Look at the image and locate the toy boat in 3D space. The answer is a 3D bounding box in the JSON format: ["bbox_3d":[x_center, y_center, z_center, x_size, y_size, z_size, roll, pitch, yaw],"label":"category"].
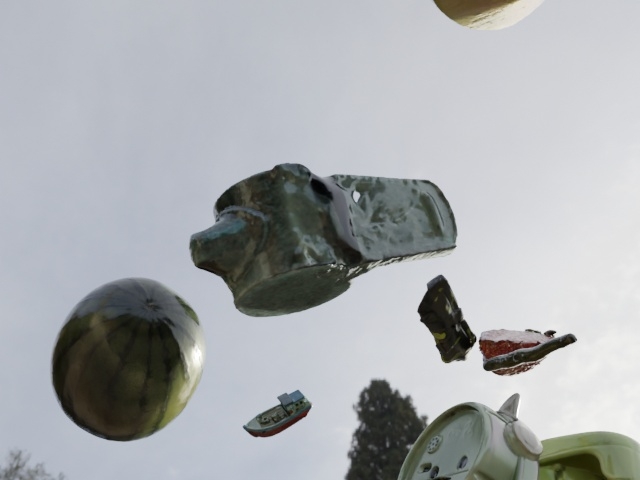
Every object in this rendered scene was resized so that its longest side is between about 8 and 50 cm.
[{"bbox_3d":[-0.100,0.407,1.552,0.173,0.069,0.058,-25,-65,-16],"label":"toy boat"}]

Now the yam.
[{"bbox_3d":[0.319,0.179,1.033,0.029,0.027,0.234,13,-23,-13],"label":"yam"}]

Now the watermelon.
[{"bbox_3d":[-0.362,0.232,1.256,0.279,0.279,0.359,16,-53,-11],"label":"watermelon"}]

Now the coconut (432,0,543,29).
[{"bbox_3d":[0.243,-0.427,0.934,0.259,0.259,0.259,1,-53,1],"label":"coconut"}]

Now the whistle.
[{"bbox_3d":[0.013,-0.016,1.010,0.405,0.168,0.188,-17,-24,-1],"label":"whistle"}]

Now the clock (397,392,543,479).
[{"bbox_3d":[0.224,0.383,1.062,0.109,0.324,0.265,37,-39,-7],"label":"clock"}]

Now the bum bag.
[{"bbox_3d":[0.285,0.190,1.495,0.107,0.060,0.232,-38,-65,-18],"label":"bum bag"}]

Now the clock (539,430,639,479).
[{"bbox_3d":[0.430,0.479,1.162,0.348,0.117,0.286,-24,-62,30],"label":"clock"}]

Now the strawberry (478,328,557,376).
[{"bbox_3d":[0.452,0.269,1.561,0.236,0.175,0.106,0,-90,-22],"label":"strawberry"}]
